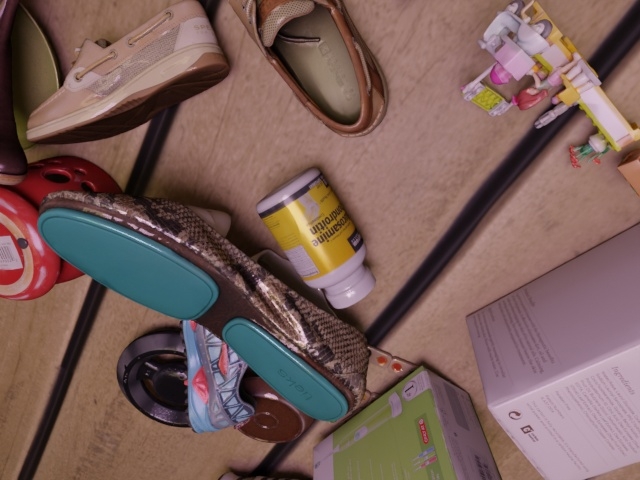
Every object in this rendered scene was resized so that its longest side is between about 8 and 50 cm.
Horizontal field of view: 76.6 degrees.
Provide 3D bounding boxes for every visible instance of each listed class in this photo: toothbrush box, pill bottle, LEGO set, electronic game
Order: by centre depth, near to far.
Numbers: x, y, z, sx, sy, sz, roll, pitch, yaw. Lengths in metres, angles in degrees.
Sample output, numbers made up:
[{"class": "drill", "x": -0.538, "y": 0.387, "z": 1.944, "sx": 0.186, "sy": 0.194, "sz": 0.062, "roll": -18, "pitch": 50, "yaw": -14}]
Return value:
[{"class": "LEGO set", "x": 0.262, "y": -0.140, "z": 0.456, "sx": 0.287, "sy": 0.132, "sz": 0.107, "roll": 29, "pitch": 135, "yaw": -26}, {"class": "pill bottle", "x": 0.000, "y": 0.000, "z": 0.564, "sx": 0.103, "sy": 0.103, "sz": 0.184, "roll": -29, "pitch": 104, "yaw": 21}, {"class": "toothbrush box", "x": 0.118, "y": 0.370, "z": 0.623, "sx": 0.122, "sy": 0.206, "sz": 0.283, "roll": 35, "pitch": 114, "yaw": -21}, {"class": "electronic game", "x": -0.265, "y": 0.264, "z": 0.756, "sx": 0.229, "sy": 0.048, "sz": 0.229, "roll": 1, "pitch": 114, "yaw": 3}]

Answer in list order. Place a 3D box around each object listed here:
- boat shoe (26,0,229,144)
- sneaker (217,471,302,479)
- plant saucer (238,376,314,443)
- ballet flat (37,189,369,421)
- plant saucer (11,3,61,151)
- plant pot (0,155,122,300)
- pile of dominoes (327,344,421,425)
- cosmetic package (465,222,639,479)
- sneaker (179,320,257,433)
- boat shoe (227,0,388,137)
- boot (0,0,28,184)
[{"class": "boat shoe", "x": -0.269, "y": -0.213, "z": 0.539, "sx": 0.302, "sy": 0.109, "sz": 0.098, "roll": -19, "pitch": 98, "yaw": 16}, {"class": "sneaker", "x": -0.043, "y": 0.667, "z": 0.808, "sx": 0.257, "sy": 0.169, "sz": 0.448, "roll": -11, "pitch": 107, "yaw": 18}, {"class": "plant saucer", "x": -0.094, "y": 0.310, "z": 0.720, "sx": 0.168, "sy": 0.029, "sz": 0.169, "roll": 4, "pitch": 123, "yaw": 7}, {"class": "ballet flat", "x": -0.121, "y": 0.065, "z": 0.574, "sx": 0.482, "sy": 0.182, "sz": 0.164, "roll": 38, "pitch": 132, "yaw": -15}, {"class": "plant saucer", "x": -0.482, "y": -0.252, "z": 0.600, "sx": 0.240, "sy": 0.037, "sz": 0.241, "roll": 4, "pitch": 113, "yaw": 11}, {"class": "plant pot", "x": -0.419, "y": -0.021, "z": 0.608, "sx": 0.191, "sy": 0.174, "sz": 0.191, "roll": 4, "pitch": 110, "yaw": 10}, {"class": "pile of dominoes", "x": 0.024, "y": 0.254, "z": 0.698, "sx": 0.251, "sy": 0.040, "sz": 0.196, "roll": 22, "pitch": 114, "yaw": 3}, {"class": "cosmetic package", "x": 0.381, "y": 0.106, "z": 0.479, "sx": 0.365, "sy": 0.197, "sz": 0.155, "roll": -35, "pitch": 101, "yaw": 23}, {"class": "sneaker", "x": -0.152, "y": 0.170, "z": 0.660, "sx": 0.125, "sy": 0.104, "sz": 0.262, "roll": -4, "pitch": 91, "yaw": -4}, {"class": "boat shoe", "x": -0.030, "y": -0.259, "z": 0.456, "sx": 0.122, "sy": 0.120, "sz": 0.324, "roll": -36, "pitch": 101, "yaw": 22}, {"class": "boot", "x": -0.428, "y": -0.215, "z": 0.509, "sx": 0.248, "sy": 0.090, "sz": 0.207, "roll": 44, "pitch": 110, "yaw": 15}]
